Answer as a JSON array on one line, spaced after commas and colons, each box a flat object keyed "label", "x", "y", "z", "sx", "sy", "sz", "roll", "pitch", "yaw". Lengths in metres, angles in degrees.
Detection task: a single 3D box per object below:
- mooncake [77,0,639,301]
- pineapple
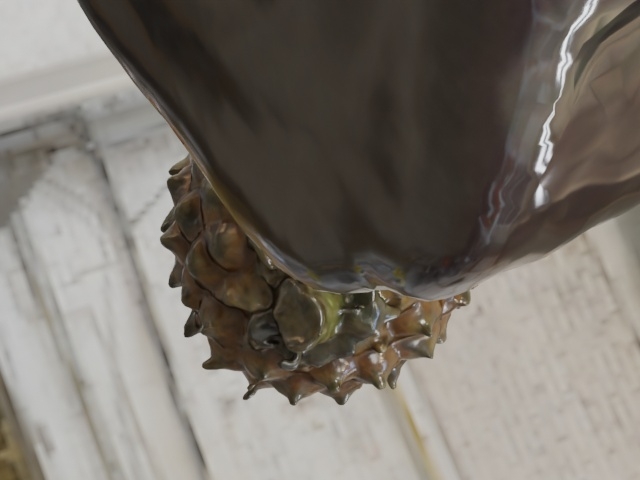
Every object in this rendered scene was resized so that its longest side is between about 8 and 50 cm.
[{"label": "mooncake", "x": 0.016, "y": -0.145, "z": 0.512, "sx": 0.306, "sy": 0.154, "sz": 0.306, "roll": 48, "pitch": -26, "yaw": 32}, {"label": "pineapple", "x": 0.000, "y": 0.000, "z": 0.912, "sx": 0.193, "sy": 0.166, "sz": 0.166, "roll": -78, "pitch": 166, "yaw": -64}]
